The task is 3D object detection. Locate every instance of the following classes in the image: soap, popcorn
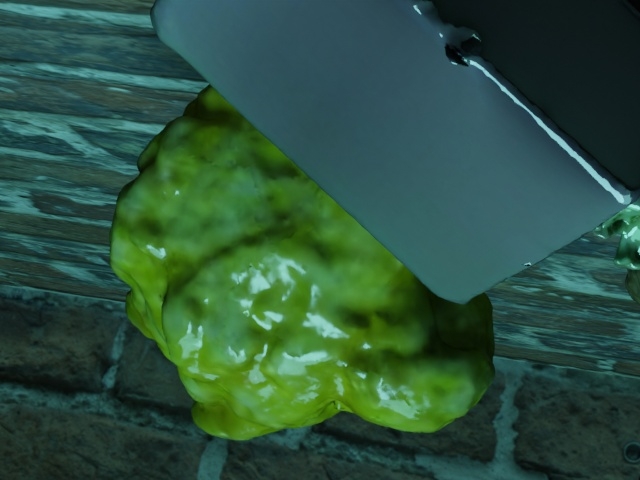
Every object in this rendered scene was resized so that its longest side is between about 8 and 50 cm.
[{"bbox_3d":[0.049,-0.110,1.133,0.296,0.107,0.285,44,157,-4],"label":"soap"},{"bbox_3d":[-0.011,0.003,1.607,0.294,0.334,0.292,-18,-167,-30],"label":"popcorn"}]

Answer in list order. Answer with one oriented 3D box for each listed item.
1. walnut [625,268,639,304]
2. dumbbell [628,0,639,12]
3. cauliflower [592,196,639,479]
[{"bbox_3d":[0.381,0.015,1.791,0.178,0.178,0.230,10,166,0],"label":"walnut"},{"bbox_3d":[0.179,-0.141,1.190,0.124,0.140,0.225,0,177,-29],"label":"dumbbell"},{"bbox_3d":[0.292,0.036,1.247,0.239,0.315,0.256,5,149,32],"label":"cauliflower"}]
